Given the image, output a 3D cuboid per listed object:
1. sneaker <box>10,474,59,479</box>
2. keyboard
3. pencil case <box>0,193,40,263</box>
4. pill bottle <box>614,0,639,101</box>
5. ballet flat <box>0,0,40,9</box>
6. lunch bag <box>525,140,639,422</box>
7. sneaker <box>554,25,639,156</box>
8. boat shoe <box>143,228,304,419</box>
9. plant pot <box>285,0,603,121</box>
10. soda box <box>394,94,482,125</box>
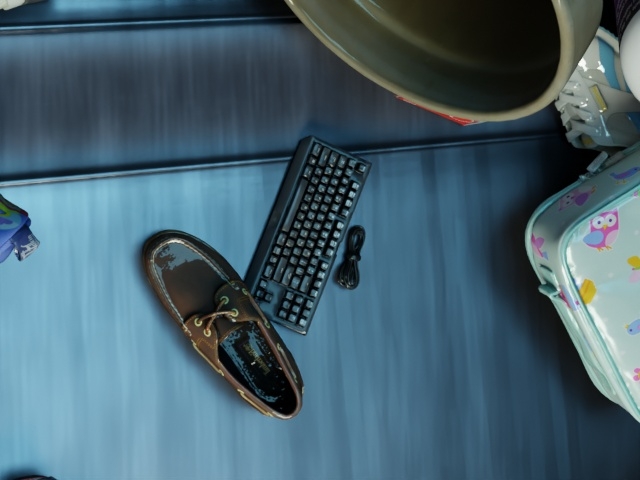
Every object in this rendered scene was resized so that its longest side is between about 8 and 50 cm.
[{"bbox_3d":[-0.198,0.318,1.169,0.125,0.104,0.262,-36,103,-22],"label":"sneaker"},{"bbox_3d":[0.000,0.000,1.304,0.108,0.023,0.180,25,80,-22],"label":"keyboard"},{"bbox_3d":[-0.372,-0.069,1.084,0.119,0.133,0.306,-41,106,12],"label":"pencil case"},{"bbox_3d":[0.377,-0.240,1.320,0.181,0.181,0.323,23,48,-22],"label":"pill bottle"},{"bbox_3d":[-0.310,-0.229,1.146,0.203,0.074,0.074,19,82,-16],"label":"ballet flat"},{"bbox_3d":[0.339,0.038,1.375,0.224,0.108,0.279,-31,112,-2],"label":"lunch bag"},{"bbox_3d":[0.282,-0.150,1.396,0.229,0.087,0.092,38,77,-17],"label":"sneaker"},{"bbox_3d":[-0.083,0.077,1.234,0.073,0.073,0.207,-41,103,-1],"label":"boat shoe"},{"bbox_3d":[0.138,-0.313,1.165,0.323,0.323,0.280,43,68,-17],"label":"plant pot"},{"bbox_3d":[0.162,-0.253,1.345,0.092,0.083,0.263,20,81,-23],"label":"soda box"}]
